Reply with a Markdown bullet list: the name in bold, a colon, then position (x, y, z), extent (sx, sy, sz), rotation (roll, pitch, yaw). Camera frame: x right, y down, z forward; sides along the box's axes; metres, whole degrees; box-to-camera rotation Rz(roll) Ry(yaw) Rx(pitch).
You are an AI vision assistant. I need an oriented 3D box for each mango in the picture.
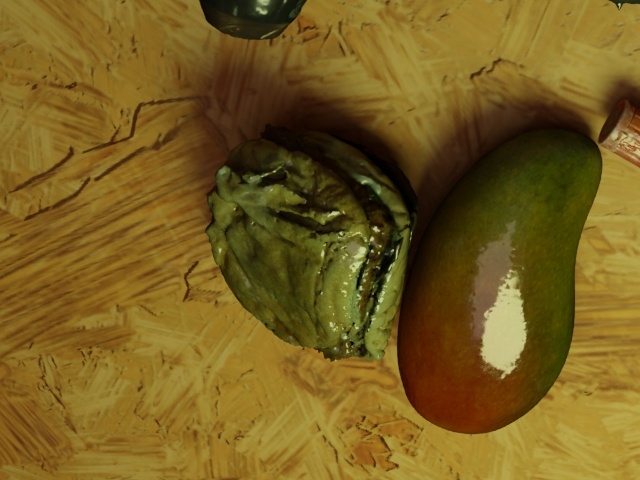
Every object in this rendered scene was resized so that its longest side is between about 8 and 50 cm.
- **mango**: position (0.143, 0.042, 1.066), extent (0.146, 0.129, 0.289), rotation (11, 116, 12)

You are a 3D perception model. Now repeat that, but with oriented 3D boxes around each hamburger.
- **hamburger**: position (0.000, 0.000, 1.077), extent (0.183, 0.130, 0.206), rotation (36, 143, 23)

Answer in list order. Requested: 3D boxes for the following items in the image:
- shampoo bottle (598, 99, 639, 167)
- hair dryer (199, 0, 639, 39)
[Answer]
- **shampoo bottle**: position (0.322, -0.039, 1.000), extent (0.220, 0.051, 0.108), rotation (30, 127, -4)
- **hair dryer**: position (0.091, -0.260, 0.918), extent (0.359, 0.120, 0.304), rotation (16, 112, -7)
